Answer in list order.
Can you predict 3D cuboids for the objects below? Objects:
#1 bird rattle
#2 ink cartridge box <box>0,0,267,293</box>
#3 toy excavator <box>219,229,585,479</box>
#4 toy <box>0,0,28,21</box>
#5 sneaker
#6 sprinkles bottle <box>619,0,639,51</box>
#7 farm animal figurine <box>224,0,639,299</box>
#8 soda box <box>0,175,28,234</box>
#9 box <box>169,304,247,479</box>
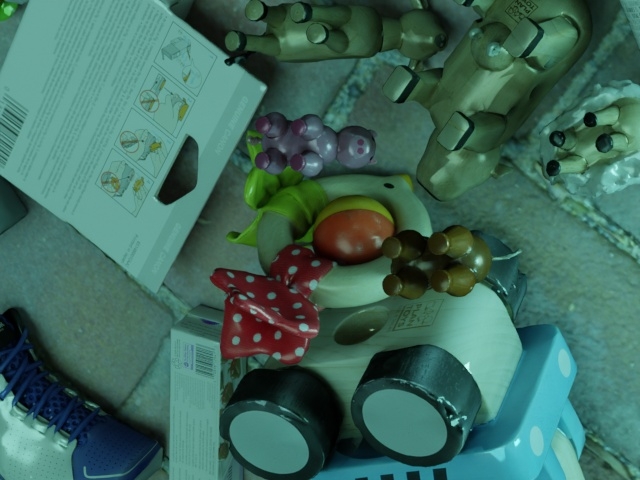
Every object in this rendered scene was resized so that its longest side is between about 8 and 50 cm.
[{"bbox_3d":[0.000,0.000,1.455,0.206,0.253,0.143,-8,122,1],"label":"bird rattle"},{"bbox_3d":[-0.198,-0.132,1.595,0.261,0.066,0.296,37,126,7],"label":"ink cartridge box"},{"bbox_3d":[0.189,0.226,1.507,0.432,0.222,0.445,-11,122,32],"label":"toy excavator"},{"bbox_3d":[-0.392,-0.280,1.545,0.137,0.237,0.056,-19,64,29],"label":"toy"},{"bbox_3d":[-0.342,0.184,1.790,0.315,0.127,0.182,14,122,24],"label":"sneaker"},{"bbox_3d":[0.308,-0.178,1.266,0.121,0.121,0.355,-16,105,33],"label":"sprinkles bottle"},{"bbox_3d":[0.109,-0.124,1.366,0.326,0.172,0.330,-37,73,29],"label":"farm animal figurine"},{"bbox_3d":[-0.440,-0.116,1.703,0.091,0.098,0.286,-29,98,18],"label":"soda box"},{"bbox_3d":[-0.125,0.227,1.734,0.067,0.063,0.324,15,120,23],"label":"box"}]
